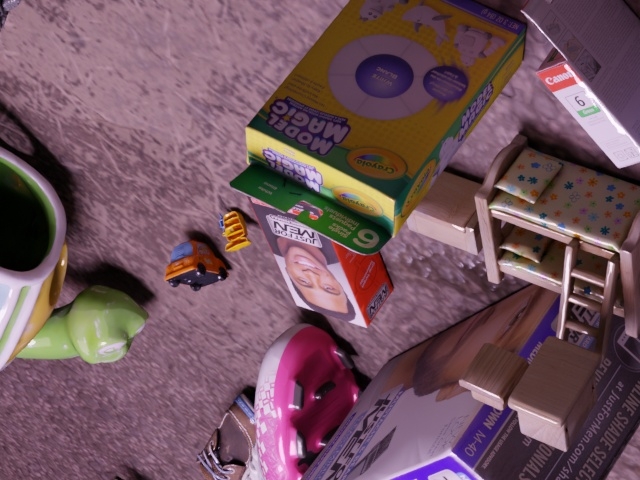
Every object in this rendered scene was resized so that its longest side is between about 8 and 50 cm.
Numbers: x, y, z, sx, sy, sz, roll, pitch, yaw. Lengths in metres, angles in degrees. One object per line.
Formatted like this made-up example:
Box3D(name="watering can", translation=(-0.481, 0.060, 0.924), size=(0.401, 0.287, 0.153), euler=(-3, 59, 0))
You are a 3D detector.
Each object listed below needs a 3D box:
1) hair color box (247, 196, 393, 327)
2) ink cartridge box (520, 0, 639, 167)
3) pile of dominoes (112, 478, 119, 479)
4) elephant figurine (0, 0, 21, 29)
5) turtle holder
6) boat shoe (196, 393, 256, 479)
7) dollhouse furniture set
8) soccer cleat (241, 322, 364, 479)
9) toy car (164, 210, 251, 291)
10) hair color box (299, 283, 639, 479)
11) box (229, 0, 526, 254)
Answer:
Box3D(name="hair color box", translation=(0.000, 0.000, 1.396), size=(0.072, 0.043, 0.141), euler=(16, 147, 33))
Box3D(name="ink cartridge box", translation=(0.154, -0.103, 1.031), size=(0.115, 0.063, 0.029), euler=(46, 149, -17))
Box3D(name="pile of dominoes", translation=(-0.140, 0.355, 2.154), size=(0.251, 0.040, 0.196), euler=(26, 152, 3))
Box3D(name="elephant figurine", translation=(-0.285, -0.191, 1.347), size=(0.169, 0.186, 0.239), euler=(-34, 127, 17))
Box3D(name="turtle holder", translation=(-0.325, 0.033, 1.620), size=(0.227, 0.243, 0.320), euler=(-22, 109, 40))
Box3D(name="boat shoe", translation=(-0.082, 0.214, 1.785), size=(0.066, 0.066, 0.183), euler=(49, 159, 25))
Box3D(name="dollhouse furniture set", translation=(0.108, 0.019, 1.171), size=(0.182, 0.161, 0.101), euler=(21, 149, 26))
Box3D(name="soccer cleat", translation=(-0.027, 0.213, 1.624), size=(0.143, 0.116, 0.331), euler=(13, 129, 36))
Box3D(name="toy car", translation=(-0.083, 0.005, 1.531), size=(0.122, 0.060, 0.040), euler=(-30, 67, 44))
Box3D(name="hair color box", translation=(0.103, 0.150, 1.356), size=(0.110, 0.185, 0.339), euler=(42, 152, -8))
Box3D(name="box", translation=(0.033, -0.078, 1.085), size=(0.105, 0.179, 0.043), euler=(27, 152, 17))
